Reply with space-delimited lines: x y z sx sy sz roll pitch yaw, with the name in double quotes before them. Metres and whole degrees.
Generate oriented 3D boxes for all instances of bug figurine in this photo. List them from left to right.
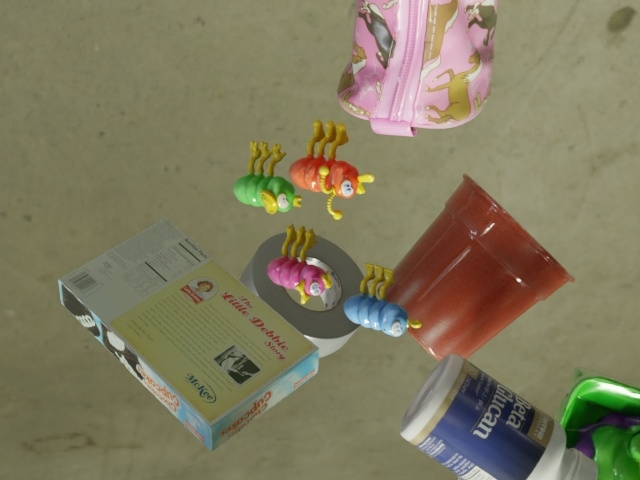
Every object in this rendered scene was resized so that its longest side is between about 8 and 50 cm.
"bug figurine" 0.000 0.000 1.092 0.216 0.072 0.279 11 133 43

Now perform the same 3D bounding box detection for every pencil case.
"pencil case" 0.099 -0.283 0.853 0.167 0.160 0.386 -21 134 -26

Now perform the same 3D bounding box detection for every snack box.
"snack box" -0.178 0.114 1.291 0.187 0.322 0.060 -33 147 -32

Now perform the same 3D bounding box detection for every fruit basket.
"fruit basket" 0.437 0.302 1.103 0.392 0.392 0.282 12 105 -24

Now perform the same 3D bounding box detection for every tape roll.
"tape roll" -0.028 0.092 1.669 0.219 0.219 0.072 10 140 -22

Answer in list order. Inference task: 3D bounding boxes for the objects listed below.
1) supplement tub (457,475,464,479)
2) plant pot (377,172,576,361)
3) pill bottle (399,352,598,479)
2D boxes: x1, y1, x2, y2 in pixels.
"supplement tub" 0.385 0.422 1.480 0.331 0.241 0.241 -2 146 15
"plant pot" 0.262 0.068 1.723 0.265 0.272 0.272 -46 134 8
"pill bottle" 0.167 0.188 0.900 0.169 0.094 0.094 34 138 2
